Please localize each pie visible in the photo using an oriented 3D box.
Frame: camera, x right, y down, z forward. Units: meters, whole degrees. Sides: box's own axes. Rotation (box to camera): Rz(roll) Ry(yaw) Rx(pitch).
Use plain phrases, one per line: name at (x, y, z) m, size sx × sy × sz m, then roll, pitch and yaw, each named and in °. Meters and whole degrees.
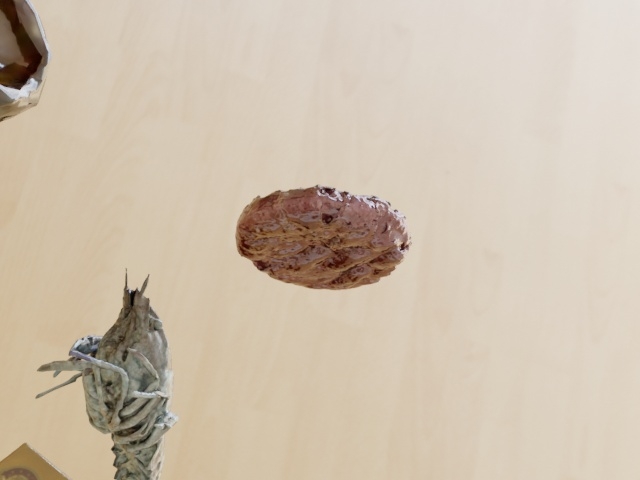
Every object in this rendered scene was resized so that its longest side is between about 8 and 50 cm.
pie at (0.000, 0.000, 0.975) m, size 0.154 × 0.154 × 0.036 m, roll 13°, pitch 62°, yaw -20°

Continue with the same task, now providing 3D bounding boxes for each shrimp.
shrimp at (-0.262, 0.227, 1.570) m, size 0.221 × 0.410 × 0.166 m, roll 27°, pitch 47°, yaw 34°

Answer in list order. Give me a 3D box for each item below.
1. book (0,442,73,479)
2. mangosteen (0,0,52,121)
book at (-0.299, 0.324, 1.073) m, size 0.208 × 0.020 × 0.295 m, roll 33°, pitch 43°, yaw 19°
mangosteen at (-0.207, 0.009, 0.364) m, size 0.289 × 0.231 × 0.231 m, roll -18°, pitch 82°, yaw 6°
